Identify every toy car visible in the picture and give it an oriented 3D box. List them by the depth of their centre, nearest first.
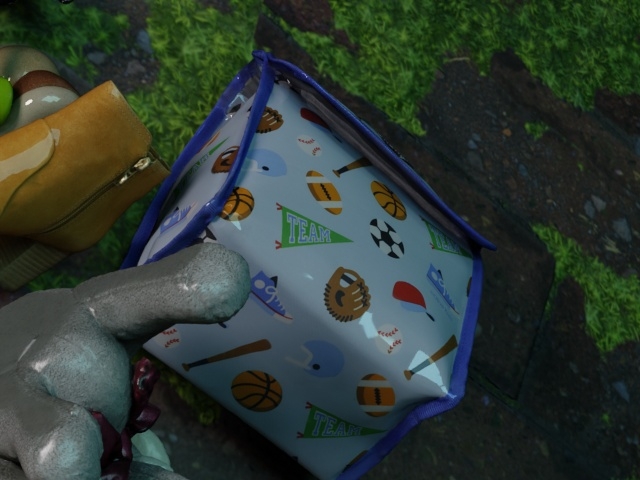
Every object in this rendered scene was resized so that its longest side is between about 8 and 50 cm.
[{"bbox_3d":[-0.302,-0.131,1.607,0.155,0.149,0.188,15,30,-36],"label":"toy car"}]

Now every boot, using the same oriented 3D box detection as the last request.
[{"bbox_3d":[-0.269,-0.077,1.459,0.104,0.211,0.295,52,4,32],"label":"boot"}]

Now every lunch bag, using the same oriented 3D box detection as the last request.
[{"bbox_3d":[0.000,0.000,1.689,0.328,0.239,0.385,41,33,-14],"label":"lunch bag"}]

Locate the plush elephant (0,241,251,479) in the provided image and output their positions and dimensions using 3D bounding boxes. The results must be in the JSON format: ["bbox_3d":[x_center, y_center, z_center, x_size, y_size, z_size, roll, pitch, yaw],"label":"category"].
[{"bbox_3d":[-0.200,0.183,1.429,0.272,0.330,0.255,-56,129,-40],"label":"plush elephant"}]

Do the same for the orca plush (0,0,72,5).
[{"bbox_3d":[-0.330,-0.254,1.636,0.151,0.102,0.287,38,28,-28],"label":"orca plush"}]
